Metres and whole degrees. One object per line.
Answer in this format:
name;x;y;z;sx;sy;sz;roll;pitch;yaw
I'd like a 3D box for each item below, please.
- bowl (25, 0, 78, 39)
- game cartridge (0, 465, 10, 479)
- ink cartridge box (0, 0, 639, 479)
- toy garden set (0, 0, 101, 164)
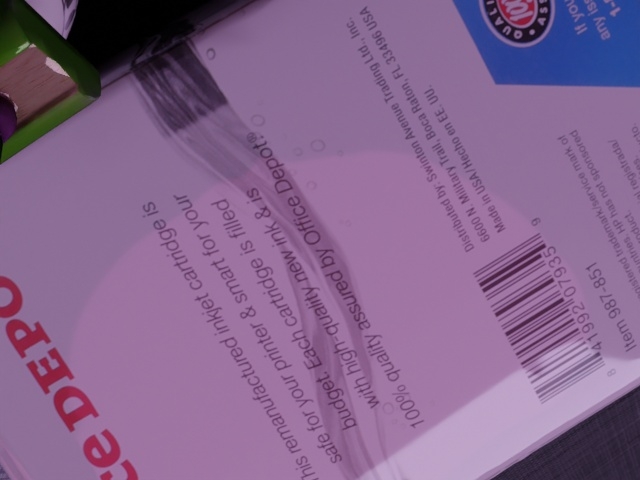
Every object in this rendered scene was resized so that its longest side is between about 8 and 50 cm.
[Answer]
bowl;-0.148;-0.078;0.460;0.170;0.080;0.170;-25;151;-15
game cartridge;-0.212;0.144;0.779;0.355;0.068;0.230;4;131;-50
ink cartridge box;0.000;0.000;0.573;0.307;0.223;0.129;-31;-164;-5
toy garden set;-0.215;-0.055;0.360;0.203;0.049;0.244;-31;132;16
